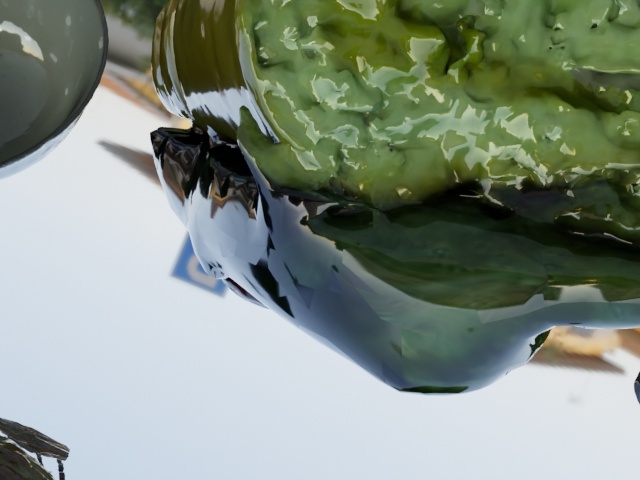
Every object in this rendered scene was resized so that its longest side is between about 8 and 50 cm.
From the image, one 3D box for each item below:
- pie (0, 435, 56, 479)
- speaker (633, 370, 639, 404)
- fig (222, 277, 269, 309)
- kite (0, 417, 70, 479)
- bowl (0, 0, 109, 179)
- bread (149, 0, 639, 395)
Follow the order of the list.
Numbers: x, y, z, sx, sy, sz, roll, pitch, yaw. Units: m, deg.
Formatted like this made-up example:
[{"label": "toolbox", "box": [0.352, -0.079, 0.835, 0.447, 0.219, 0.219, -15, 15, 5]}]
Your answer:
[{"label": "pie", "box": [-0.319, 0.206, 0.833, 0.248, 0.090, 0.201, 20, 180, 20]}, {"label": "speaker", "box": [0.455, 0.151, 0.935, 0.184, 0.232, 0.254, 1, -147, 49]}, {"label": "fig", "box": [0.000, 0.000, 0.674, 0.154, 0.109, 0.103, 0, 144, 25]}, {"label": "kite", "box": [-0.398, 0.289, 1.351, 0.127, 0.016, 0.229, 25, 175, -18]}, {"label": "bowl", "box": [-0.401, -0.174, 1.118, 0.337, 0.337, 0.157, 26, 154, 11]}, {"label": "bread", "box": [0.047, -0.079, 0.457, 0.251, 0.208, 0.376, -19, -170, -12]}]
